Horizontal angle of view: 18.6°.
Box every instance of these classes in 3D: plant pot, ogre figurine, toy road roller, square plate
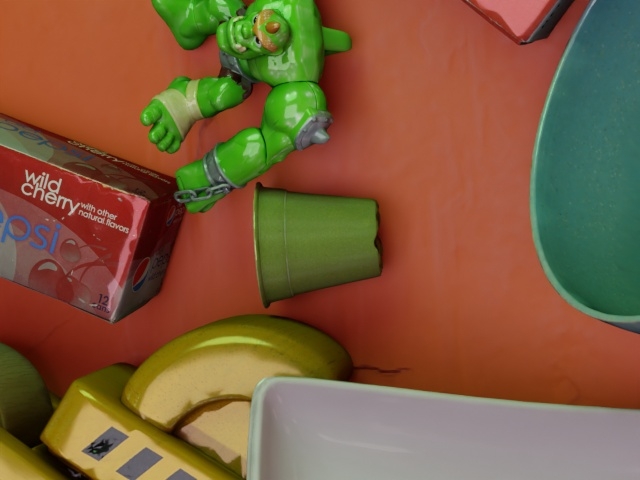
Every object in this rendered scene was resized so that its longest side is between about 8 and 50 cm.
[{"bbox_3d":[0.000,0.000,1.276,0.079,0.083,0.083,-5,97,4],"label":"plant pot"},{"bbox_3d":[0.285,-0.056,1.101,0.195,0.290,0.290,24,107,-26],"label":"plant pot"},{"bbox_3d":[-0.050,-0.126,1.261,0.118,0.097,0.197,-8,64,30],"label":"ogre figurine"},{"bbox_3d":[-0.122,0.127,1.268,0.330,0.202,0.240,32,93,4],"label":"toy road roller"},{"bbox_3d":[0.114,0.266,1.168,0.347,0.049,0.344,6,78,-14],"label":"square plate"}]

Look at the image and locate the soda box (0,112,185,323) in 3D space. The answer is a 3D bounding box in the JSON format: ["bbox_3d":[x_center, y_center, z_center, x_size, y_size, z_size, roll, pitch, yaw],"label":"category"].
[{"bbox_3d":[-0.228,-0.037,1.328,0.263,0.083,0.092,21,104,12],"label":"soda box"}]

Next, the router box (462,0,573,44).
[{"bbox_3d":[0.112,-0.340,1.184,0.301,0.082,0.335,38,107,8],"label":"router box"}]
